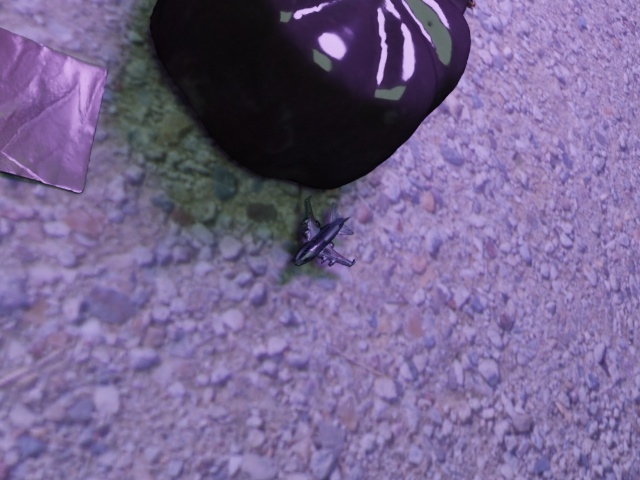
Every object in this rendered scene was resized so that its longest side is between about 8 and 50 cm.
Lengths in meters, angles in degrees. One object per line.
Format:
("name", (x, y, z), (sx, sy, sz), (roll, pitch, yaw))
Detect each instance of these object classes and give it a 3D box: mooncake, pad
("mooncake", (0.005, -0.210, 0.527), (0.305, 0.154, 0.306), (12, 68, -31))
("pad", (-0.254, -0.110, 0.405), (0.187, 0.006, 0.113), (15, 67, -33))

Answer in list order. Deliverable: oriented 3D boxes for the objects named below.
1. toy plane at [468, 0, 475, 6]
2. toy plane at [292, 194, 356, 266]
("toy plane", (0.152, -0.354, 0.724), (0.188, 0.062, 0.135), (9, 46, -36))
("toy plane", (0.000, 0.000, 0.535), (0.083, 0.031, 0.079), (-42, 102, -36))
